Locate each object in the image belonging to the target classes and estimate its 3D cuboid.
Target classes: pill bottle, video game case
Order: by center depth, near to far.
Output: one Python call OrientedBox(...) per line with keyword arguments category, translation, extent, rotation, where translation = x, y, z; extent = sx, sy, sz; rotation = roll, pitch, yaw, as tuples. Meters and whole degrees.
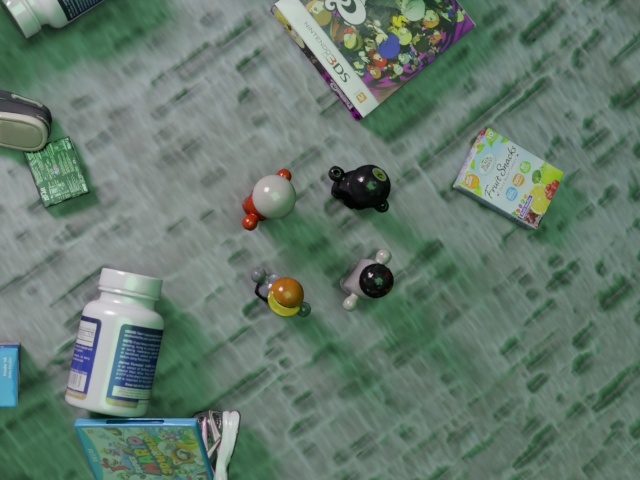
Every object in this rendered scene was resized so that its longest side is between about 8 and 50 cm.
OrientedBox(category="video game case", translation=(-0.234, 0.282, 1.462), extent=(0.166, 0.015, 0.119), rotation=(-1, 130, 10))
OrientedBox(category="pill bottle", translation=(-0.271, 0.136, 1.474), extent=(0.112, 0.112, 0.187), rotation=(13, 86, -13))
OrientedBox(category="pill bottle", translation=(-0.346, -0.347, 1.479), extent=(0.169, 0.094, 0.094), rotation=(-36, 97, -13))
OrientedBox(category="video game case", translation=(0.079, -0.328, 1.610), extent=(0.232, 0.042, 0.210), rotation=(-40, 97, -12))

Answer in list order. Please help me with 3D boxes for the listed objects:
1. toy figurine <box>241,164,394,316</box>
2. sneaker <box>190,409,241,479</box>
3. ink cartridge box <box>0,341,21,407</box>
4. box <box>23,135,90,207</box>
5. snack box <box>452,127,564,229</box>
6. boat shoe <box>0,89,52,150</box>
OrientedBox(category="toy figurine", translation=(0.000, 0.000, 1.527), extent=(0.213, 0.148, 0.210), rotation=(-5, 89, -14))
OrientedBox(category="sneaker", translation=(-0.164, 0.321, 1.527), extent=(0.077, 0.072, 0.178), rotation=(11, 78, -2))
OrientedBox(category="ink cartridge box", translation=(-0.505, 0.171, 1.403), extent=(0.231, 0.134, 0.078), rotation=(1, 88, -14))
OrientedBox(category="box", translation=(-0.363, -0.094, 1.506), extent=(0.067, 0.018, 0.083), rotation=(-21, 93, -13))
OrientedBox(category="snack box", translation=(0.285, -0.091, 1.657), extent=(0.141, 0.037, 0.100), rotation=(29, 81, -11))
OrientedBox(category="boat shoe", translation=(-0.463, -0.178, 1.475), extent=(0.206, 0.075, 0.065), rotation=(16, 42, -8))
